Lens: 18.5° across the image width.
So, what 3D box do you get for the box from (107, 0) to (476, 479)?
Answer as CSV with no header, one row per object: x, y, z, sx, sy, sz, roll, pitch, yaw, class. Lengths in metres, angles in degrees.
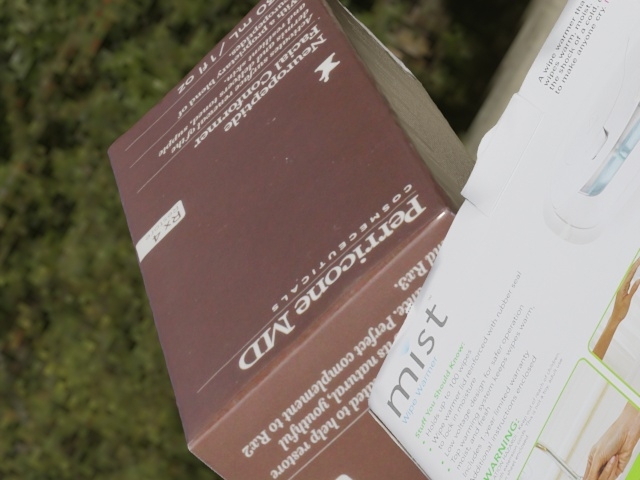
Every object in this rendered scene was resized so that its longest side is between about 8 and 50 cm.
0.000,0.000,1.172,0.191,0.143,0.381,-43,29,9,box

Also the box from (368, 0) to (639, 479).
0.162,0.021,0.763,0.262,0.127,0.231,-64,32,13,box
